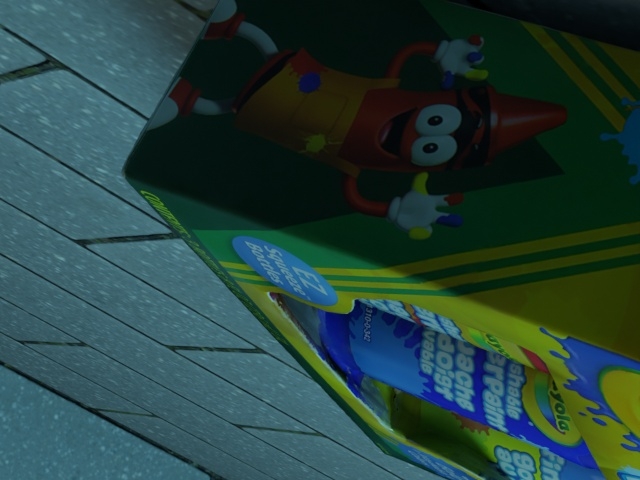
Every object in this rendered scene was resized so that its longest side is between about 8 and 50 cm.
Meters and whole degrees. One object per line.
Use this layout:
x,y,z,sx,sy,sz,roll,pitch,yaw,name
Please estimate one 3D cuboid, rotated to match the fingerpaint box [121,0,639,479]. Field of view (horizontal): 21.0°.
0.150,0.055,1.017,0.371,0.163,0.445,20,163,30,fingerpaint box
